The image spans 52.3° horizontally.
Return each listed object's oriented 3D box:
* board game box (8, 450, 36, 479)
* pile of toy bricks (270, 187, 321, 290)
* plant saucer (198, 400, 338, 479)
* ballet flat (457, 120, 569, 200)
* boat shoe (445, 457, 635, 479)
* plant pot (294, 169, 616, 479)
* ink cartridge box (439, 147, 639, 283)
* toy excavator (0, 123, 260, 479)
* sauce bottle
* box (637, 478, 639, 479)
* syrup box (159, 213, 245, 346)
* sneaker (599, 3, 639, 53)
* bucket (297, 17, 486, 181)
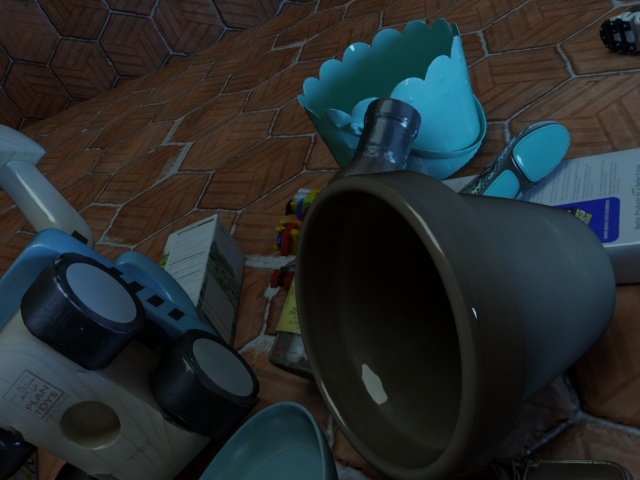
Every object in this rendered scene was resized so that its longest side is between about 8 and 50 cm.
[{"bbox_3d":[-0.436,0.312,0.769,0.142,0.144,0.275,-33,31,-9],"label":"board game box"},{"bbox_3d":[0.000,0.000,0.942,0.105,0.118,0.212,8,21,6],"label":"pile of toy bricks"},{"bbox_3d":[-0.074,0.279,0.500,0.318,0.043,0.318,-51,18,24],"label":"plant saucer"},{"bbox_3d":[0.219,-0.079,0.777,0.188,0.070,0.070,-39,32,-22],"label":"ballet flat"},{"bbox_3d":[0.157,0.206,0.518,0.178,0.060,0.064,-17,32,19],"label":"boat shoe"},{"bbox_3d":[0.133,0.058,0.595,0.229,0.263,0.263,-10,20,-29],"label":"plant pot"},{"bbox_3d":[0.241,-0.019,0.784,0.370,0.069,0.176,-5,38,30],"label":"ink cartridge box"},{"bbox_3d":[-0.303,0.061,0.790,0.222,0.433,0.445,-48,19,11],"label":"toy excavator"},{"bbox_3d":[0.042,-0.003,0.764,0.111,0.111,0.345,3,66,42],"label":"sauce bottle"},{"bbox_3d":[0.296,0.192,0.202,0.343,0.179,0.313,-36,39,13],"label":"box"},{"bbox_3d":[-0.183,0.071,0.971,0.096,0.093,0.237,-22,31,12],"label":"syrup box"},{"bbox_3d":[0.546,-0.332,0.986,0.106,0.078,0.234,-37,29,-9],"label":"sneaker"},{"bbox_3d":[0.122,-0.210,1.053,0.281,0.183,0.281,-21,32,14],"label":"bucket"}]
